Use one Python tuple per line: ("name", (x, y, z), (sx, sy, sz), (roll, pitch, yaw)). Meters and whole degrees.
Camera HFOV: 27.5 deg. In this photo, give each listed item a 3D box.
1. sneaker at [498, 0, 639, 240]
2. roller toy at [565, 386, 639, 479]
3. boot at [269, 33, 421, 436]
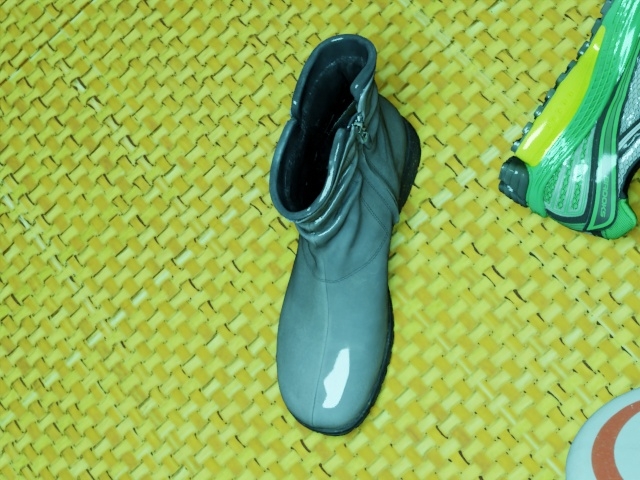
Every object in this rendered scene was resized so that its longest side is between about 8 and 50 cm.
("sneaker", (0.314, -0.154, 1.205), (0.146, 0.134, 0.343), (33, 96, 14))
("roller toy", (0.304, 0.222, 1.065), (0.209, 0.146, 0.191), (-15, 35, -1))
("boot", (0.000, 0.000, 1.191), (0.118, 0.223, 0.338), (4, 78, 16))
